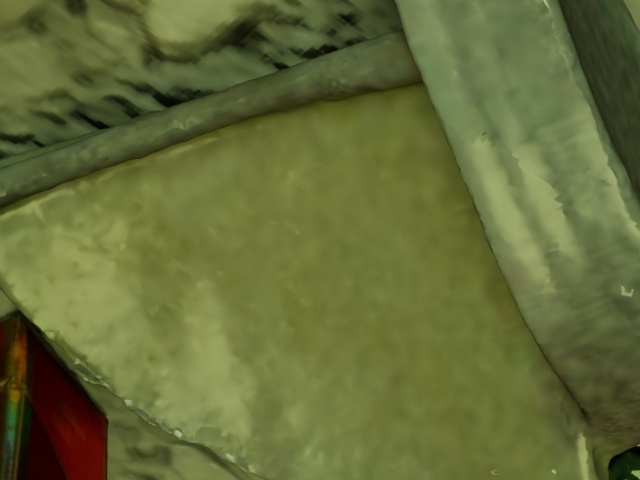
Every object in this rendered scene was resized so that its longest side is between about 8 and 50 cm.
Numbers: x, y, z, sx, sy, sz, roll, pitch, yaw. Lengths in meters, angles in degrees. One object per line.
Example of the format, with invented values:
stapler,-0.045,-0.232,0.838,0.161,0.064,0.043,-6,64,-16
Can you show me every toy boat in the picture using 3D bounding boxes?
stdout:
toy boat,0.032,0.002,0.755,0.293,0.111,0.276,-36,101,29

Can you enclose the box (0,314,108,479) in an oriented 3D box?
box,-0.194,0.190,0.767,0.197,0.313,0.089,-22,128,13

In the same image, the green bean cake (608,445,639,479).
green bean cake,0.130,0.133,0.868,0.208,0.193,0.107,38,148,8
